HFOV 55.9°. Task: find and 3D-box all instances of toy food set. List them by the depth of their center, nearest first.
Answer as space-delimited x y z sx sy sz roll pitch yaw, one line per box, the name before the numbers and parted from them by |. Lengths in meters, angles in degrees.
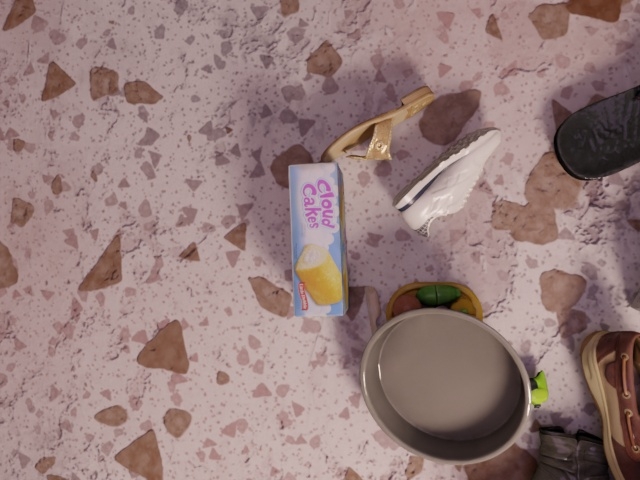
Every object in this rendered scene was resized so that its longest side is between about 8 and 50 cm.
toy food set | 0.189 0.141 1.105 0.218 0.071 0.128 -2 88 9

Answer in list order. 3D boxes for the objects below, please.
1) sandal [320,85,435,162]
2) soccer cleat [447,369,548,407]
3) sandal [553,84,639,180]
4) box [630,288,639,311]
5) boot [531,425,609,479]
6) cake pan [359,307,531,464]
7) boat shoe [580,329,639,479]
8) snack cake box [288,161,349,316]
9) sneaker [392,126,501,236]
sandal | 0.120 -0.188 1.114 0.240 0.088 0.079 -33 78 1
soccer cleat | 0.319 0.262 1.096 0.179 0.060 0.072 1 69 9
sandal | 0.627 -0.239 1.030 0.446 0.107 0.167 -31 85 6
box | 0.663 0.078 1.012 0.181 0.119 0.181 27 92 8
boot | 0.491 0.429 1.054 0.247 0.083 0.161 17 85 6
cake pan | 0.214 0.247 1.051 0.293 0.054 0.293 6 107 21
boat shoe | 0.553 0.313 1.005 0.123 0.123 0.341 -12 82 -25
snack cake box | 0.000 0.000 1.096 0.089 0.152 0.264 -3 89 8
sneaker | 0.245 -0.111 1.105 0.235 0.090 0.095 -41 96 9
